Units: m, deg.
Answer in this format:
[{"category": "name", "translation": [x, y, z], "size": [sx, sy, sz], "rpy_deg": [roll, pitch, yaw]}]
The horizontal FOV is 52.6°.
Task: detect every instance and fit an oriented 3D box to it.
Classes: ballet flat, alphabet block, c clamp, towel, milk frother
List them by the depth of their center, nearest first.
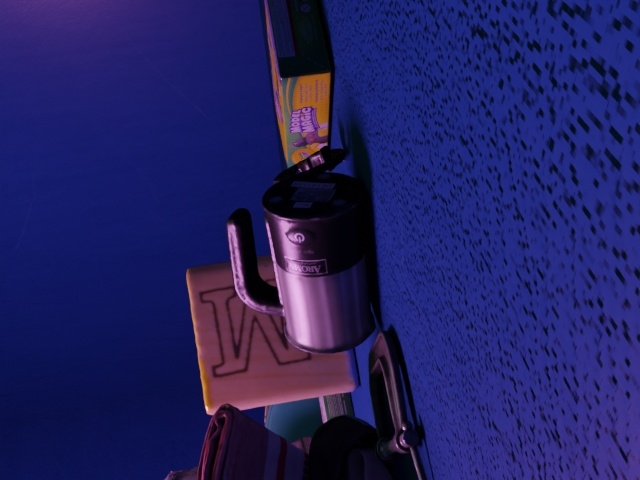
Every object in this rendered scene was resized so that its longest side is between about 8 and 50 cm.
[{"category": "c clamp", "translation": [0.055, 0.143, 0.515], "size": [0.161, 0.022, 0.137], "rpy_deg": [98, 163, -74]}, {"category": "milk frother", "translation": [0.000, 0.000, 0.582], "size": [0.143, 0.129, 0.135], "rpy_deg": [-39, -47, -43]}, {"category": "ballet flat", "translation": [0.039, 0.307, 0.607], "size": [0.096, 0.095, 0.281], "rpy_deg": [-29, 63, 50]}, {"category": "towel", "translation": [-0.023, 0.331, 0.628], "size": [0.329, 0.037, 0.237], "rpy_deg": [49, -143, -43]}, {"category": "alphabet block", "translation": [-0.065, 0.124, 0.905], "size": [0.192, 0.197, 0.193], "rpy_deg": [108, 153, -80]}, {"category": "ballet flat", "translation": [-0.033, 0.294, 1.378], "size": [0.182, 0.164, 0.483], "rpy_deg": [14, -109, -71]}]

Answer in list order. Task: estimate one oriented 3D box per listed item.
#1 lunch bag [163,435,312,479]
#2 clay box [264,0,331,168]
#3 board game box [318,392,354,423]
[{"category": "lunch bag", "translation": [-0.116, 0.493, 1.112], "size": [0.213, 0.305, 0.256], "rpy_deg": [82, 171, -48]}, {"category": "clay box", "translation": [-0.025, -0.167, 0.705], "size": [0.222, 0.053, 0.127], "rpy_deg": [94, 167, -69]}, {"category": "board game box", "translation": [0.018, 0.244, 1.092], "size": [0.213, 0.046, 0.317], "rpy_deg": [98, 162, -74]}]
